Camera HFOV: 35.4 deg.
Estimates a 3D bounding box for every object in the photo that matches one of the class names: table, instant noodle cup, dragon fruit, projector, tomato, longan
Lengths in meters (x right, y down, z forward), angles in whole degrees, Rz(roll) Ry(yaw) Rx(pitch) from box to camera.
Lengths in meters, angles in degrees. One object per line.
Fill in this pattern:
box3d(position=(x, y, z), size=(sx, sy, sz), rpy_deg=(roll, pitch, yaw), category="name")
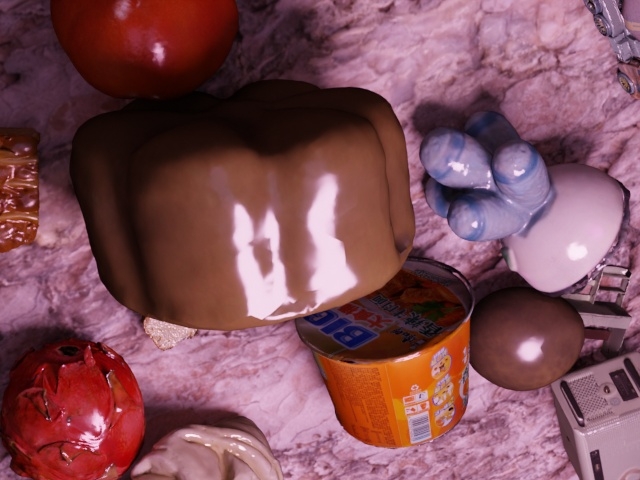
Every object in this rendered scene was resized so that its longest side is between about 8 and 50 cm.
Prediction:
box3d(position=(0.488, 0.134, 1.834), size=(0.146, 0.062, 0.175), rpy_deg=(6, 111, -17), category="table")
box3d(position=(0.117, 0.191, 1.652), size=(0.296, 0.296, 0.214), rpy_deg=(-16, 121, -8), category="instant noodle cup")
box3d(position=(-0.388, 0.278, 1.569), size=(0.240, 0.241, 0.252), rpy_deg=(-3, 84, -14), category="dragon fruit")
box3d(position=(0.538, 0.343, 1.847), size=(0.177, 0.163, 0.243), rpy_deg=(-18, 129, 2), category="projector")
box3d(position=(-0.234, -0.312, 1.372), size=(0.259, 0.260, 0.180), rpy_deg=(-12, 151, -10), category="tomato")
box3d(position=(0.346, 0.169, 1.729), size=(0.212, 0.198, 0.198), rpy_deg=(0, 114, 22), category="longan")

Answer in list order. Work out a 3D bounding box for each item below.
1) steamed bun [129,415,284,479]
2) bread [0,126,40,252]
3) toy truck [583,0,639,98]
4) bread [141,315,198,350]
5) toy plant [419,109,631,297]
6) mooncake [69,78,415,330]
box3d(position=(-0.200, 0.476, 1.625), size=(0.394, 0.237, 0.347), rpy_deg=(-33, 153, -29), category="steamed bun")
box3d(position=(-0.548, -0.075, 1.457), size=(0.274, 0.114, 0.185), rpy_deg=(-1, 110, -17), category="bread")
box3d(position=(0.526, -0.345, 1.622), size=(0.108, 0.140, 0.257), rpy_deg=(-31, 114, -2), category="toy truck")
box3d(position=(-0.246, 0.127, 1.632), size=(0.083, 0.070, 0.077), rpy_deg=(-28, 115, -5), category="bread")
box3d(position=(0.302, -0.081, 1.621), size=(0.332, 0.247, 0.247), rpy_deg=(29, 100, -20), category="toy plant")
box3d(position=(-0.101, -0.074, 1.398), size=(0.466, 0.467, 0.262), rpy_deg=(-11, 110, -11), category="mooncake")
